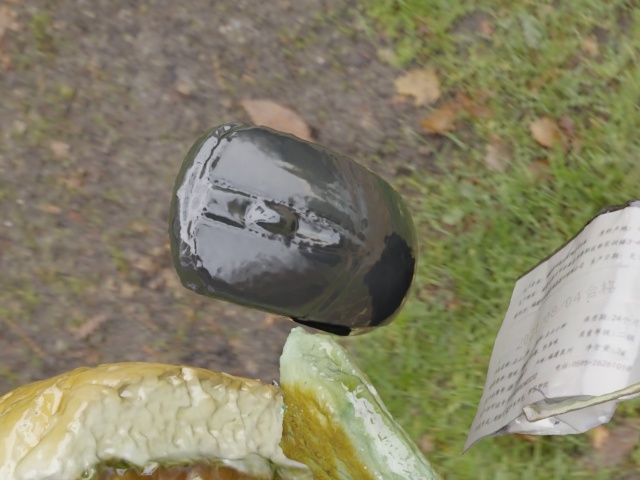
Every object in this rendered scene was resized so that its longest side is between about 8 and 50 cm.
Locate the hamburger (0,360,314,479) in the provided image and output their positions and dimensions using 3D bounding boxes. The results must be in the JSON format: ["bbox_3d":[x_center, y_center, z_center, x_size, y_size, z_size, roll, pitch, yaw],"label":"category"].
[{"bbox_3d":[-0.125,0.113,0.796,0.208,0.155,0.135,-1,69,46],"label":"hamburger"}]

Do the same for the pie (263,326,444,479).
[{"bbox_3d":[0.034,0.221,1.493,0.067,0.302,0.302,-27,65,-28],"label":"pie"}]

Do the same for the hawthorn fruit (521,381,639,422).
[{"bbox_3d":[0.277,0.078,1.127,0.285,0.165,0.165,-30,71,28],"label":"hawthorn fruit"}]

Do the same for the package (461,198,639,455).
[{"bbox_3d":[0.213,0.072,1.462,0.251,0.062,0.204,-27,31,52],"label":"package"}]

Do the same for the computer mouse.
[{"bbox_3d":[0.000,0.000,1.342,0.086,0.270,0.137,3,77,43],"label":"computer mouse"}]
